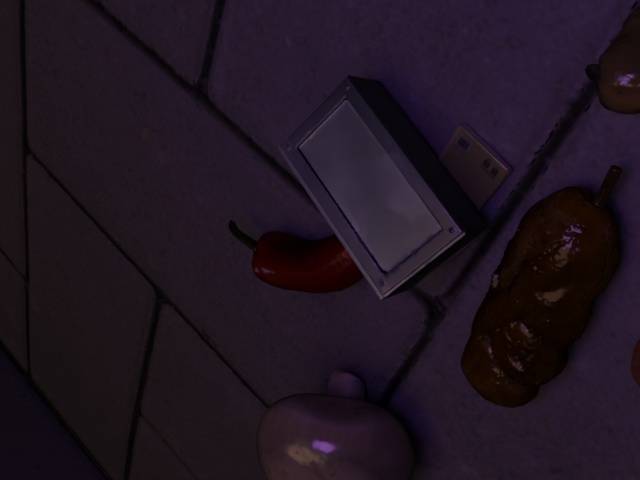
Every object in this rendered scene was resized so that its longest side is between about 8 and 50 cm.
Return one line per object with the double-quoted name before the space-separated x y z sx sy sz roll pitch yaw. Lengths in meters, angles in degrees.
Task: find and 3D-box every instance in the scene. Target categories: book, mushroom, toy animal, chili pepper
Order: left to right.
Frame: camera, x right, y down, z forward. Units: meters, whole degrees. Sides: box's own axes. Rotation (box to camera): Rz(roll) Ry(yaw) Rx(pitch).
"chili pepper" 0.004 0.006 1.031 0.369 0.092 0.136 -12 85 43
"mushroom" 0.022 0.301 1.109 0.246 0.202 0.246 7 154 4
"book" 0.166 -0.072 0.851 0.077 0.014 0.111 48 139 16
"toy animal" 0.313 -0.137 0.585 0.219 0.101 0.103 12 120 42

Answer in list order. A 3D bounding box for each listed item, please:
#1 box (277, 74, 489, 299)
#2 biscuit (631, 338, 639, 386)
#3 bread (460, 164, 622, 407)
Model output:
"box" 0.068 -0.062 0.852 0.129 0.086 0.225 -42 74 28
"biscuit" 0.451 0.164 0.675 0.324 0.049 0.205 -5 109 46
"bread" 0.239 0.059 0.800 0.124 0.084 0.343 37 136 25
